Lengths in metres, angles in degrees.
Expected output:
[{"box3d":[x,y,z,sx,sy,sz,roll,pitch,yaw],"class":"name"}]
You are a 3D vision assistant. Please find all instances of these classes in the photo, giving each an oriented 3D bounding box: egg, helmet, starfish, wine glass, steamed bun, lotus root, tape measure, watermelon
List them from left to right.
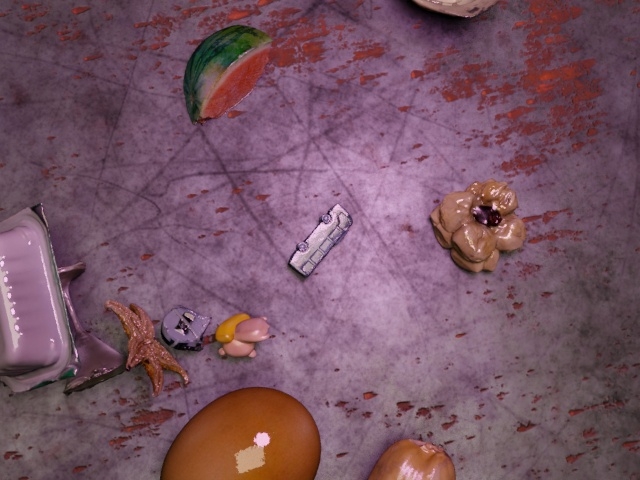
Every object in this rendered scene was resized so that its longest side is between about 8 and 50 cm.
[{"box3d":[-0.475,0.170,1.691,0.156,0.156,0.232,-23,82,-7],"class":"wine glass"},{"box3d":[-0.342,0.213,1.691,0.043,0.227,0.240,-35,120,17],"class":"starfish"},{"box3d":[-0.274,0.180,1.738,0.094,0.054,0.091,17,53,-9],"class":"tape measure"},{"box3d":[-0.221,-0.372,1.807,0.231,0.128,0.146,-40,70,-6],"class":"watermelon"},{"box3d":[-0.153,0.419,1.629,0.322,0.250,0.250,-32,86,0],"class":"egg"},{"box3d":[0.147,0.551,1.690,0.169,0.151,0.343,25,86,18],"class":"lotus root"},{"box3d":[0.265,-0.557,1.842,0.257,0.137,0.204,40,82,8],"class":"helmet"},{"box3d":[0.337,-0.029,1.798,0.177,0.106,0.192,-21,86,-5],"class":"steamed bun"}]

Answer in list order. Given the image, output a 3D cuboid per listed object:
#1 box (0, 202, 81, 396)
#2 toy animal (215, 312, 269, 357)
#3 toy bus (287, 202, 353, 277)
[{"box3d":[-0.601,0.123,1.631,0.264,0.106,0.337,-21,82,35],"class":"box"},{"box3d":[-0.153,0.197,1.751,0.114,0.091,0.082,-8,112,7],"class":"toy animal"},{"box3d":[0.000,0.000,1.797,0.065,0.047,0.166,41,83,-4],"class":"toy bus"}]
